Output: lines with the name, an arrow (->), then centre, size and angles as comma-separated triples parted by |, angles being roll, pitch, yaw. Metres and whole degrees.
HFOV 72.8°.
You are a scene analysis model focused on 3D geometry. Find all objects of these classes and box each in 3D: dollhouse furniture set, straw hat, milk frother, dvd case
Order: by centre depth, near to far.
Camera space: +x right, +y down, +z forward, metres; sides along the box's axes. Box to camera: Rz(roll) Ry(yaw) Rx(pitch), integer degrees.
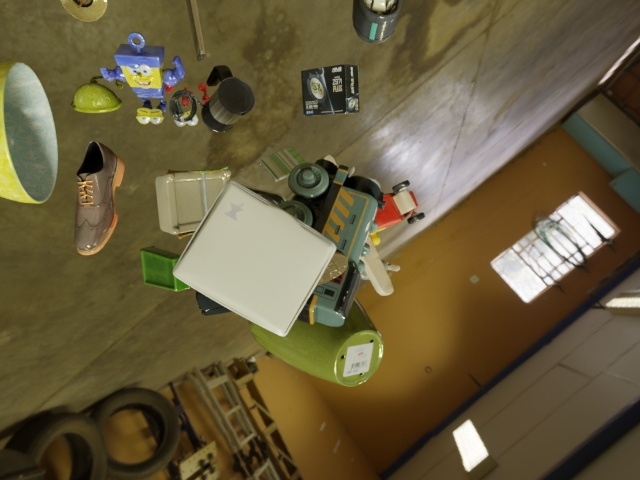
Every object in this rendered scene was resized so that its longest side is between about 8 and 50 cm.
milk frother -> -0.245, -0.306, 0.972 | 0.143, 0.129, 0.135 | -41, -165, -27
dvd case -> -0.310, -0.561, 1.058 | 0.018, 0.221, 0.164 | -12, -161, -14
dollhouse furniture set -> -0.349, -0.039, 1.138 | 0.198, 0.151, 0.301 | -15, 108, -49
straw hat -> -0.764, -0.779, 1.381 | 0.145, 0.061, 0.144 | -36, 147, -28

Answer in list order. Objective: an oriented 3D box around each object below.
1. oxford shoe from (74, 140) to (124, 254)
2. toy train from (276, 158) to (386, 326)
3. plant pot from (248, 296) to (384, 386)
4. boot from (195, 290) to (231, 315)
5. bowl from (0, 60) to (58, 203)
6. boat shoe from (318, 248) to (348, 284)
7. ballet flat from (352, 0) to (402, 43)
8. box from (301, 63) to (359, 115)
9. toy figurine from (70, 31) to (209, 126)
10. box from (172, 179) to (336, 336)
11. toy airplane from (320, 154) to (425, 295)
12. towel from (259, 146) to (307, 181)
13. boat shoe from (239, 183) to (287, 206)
oxford shoe -> -0.707, -0.135, 1.333 | 0.130, 0.363, 0.132 | -5, 157, 3
toy train -> 0.000, 0.000, 0.806 | 0.142, 0.190, 0.333 | 95, 15, -63
plant pot -> 0.011, 0.218, 1.060 | 0.275, 0.294, 0.274 | -12, 112, -31
boot -> -0.307, 0.226, 1.536 | 0.207, 0.094, 0.246 | -11, 142, 6
bowl -> -0.678, -0.219, 0.899 | 0.156, 0.289, 0.289 | -3, 156, -13
boat shoe -> -0.047, 0.036, 0.678 | 0.178, 0.060, 0.064 | -10, 127, -10
ballet flat -> 0.074, -0.337, 0.500 | 0.074, 0.074, 0.203 | -1, 97, -69
box -> 0.031, -0.484, 1.412 | 0.078, 0.180, 0.147 | -20, 114, -48
toy figurine -> -0.475, -0.449, 1.124 | 0.363, 0.191, 0.217 | 4, 147, -4
box -> -0.084, 0.026, 0.480 | 0.094, 0.113, 0.275 | -60, -171, -11
toy airplane -> 0.119, -0.049, 1.443 | 0.272, 0.385, 0.385 | -26, -137, 66
towel -> -0.135, -0.282, 1.609 | 0.152, 0.113, 0.023 | -30, 160, -27
boat shoe -> -0.217, -0.109, 1.250 | 0.079, 0.233, 0.083 | -60, 154, -59
